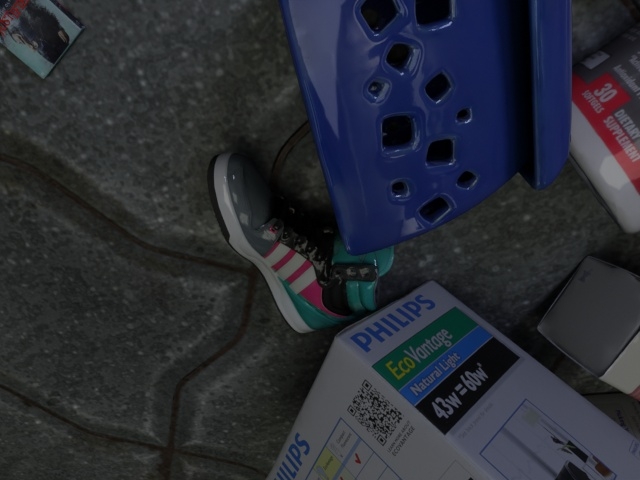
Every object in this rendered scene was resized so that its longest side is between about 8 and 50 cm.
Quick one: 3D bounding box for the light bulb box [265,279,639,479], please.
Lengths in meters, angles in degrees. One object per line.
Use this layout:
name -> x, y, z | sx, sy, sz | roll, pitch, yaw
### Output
light bulb box -> 0.157, 0.315, 0.694 | 0.361, 0.225, 0.357 | 41, 128, 26

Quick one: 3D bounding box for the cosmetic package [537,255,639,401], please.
cosmetic package -> 0.462, 0.157, 0.682 | 0.296, 0.153, 0.129 | 30, 100, -12

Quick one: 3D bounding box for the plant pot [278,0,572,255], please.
plant pot -> 0.092, -0.157, 0.482 | 0.212, 0.236, 0.235 | -14, 122, 6

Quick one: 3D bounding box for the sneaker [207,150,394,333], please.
sneaker -> 0.000, 0.000, 0.652 | 0.179, 0.123, 0.295 | -14, 130, 20

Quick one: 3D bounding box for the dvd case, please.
dvd case -> -0.337, -0.253, 0.584 | 0.087, 0.013, 0.119 | -35, 113, 25

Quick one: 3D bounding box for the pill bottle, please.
pill bottle -> 0.383, -0.158, 0.477 | 0.319, 0.176, 0.176 | -35, 114, 24

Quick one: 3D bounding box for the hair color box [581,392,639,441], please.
hair color box -> 0.494, 0.333, 0.795 | 0.339, 0.185, 0.110 | -8, 123, 12
